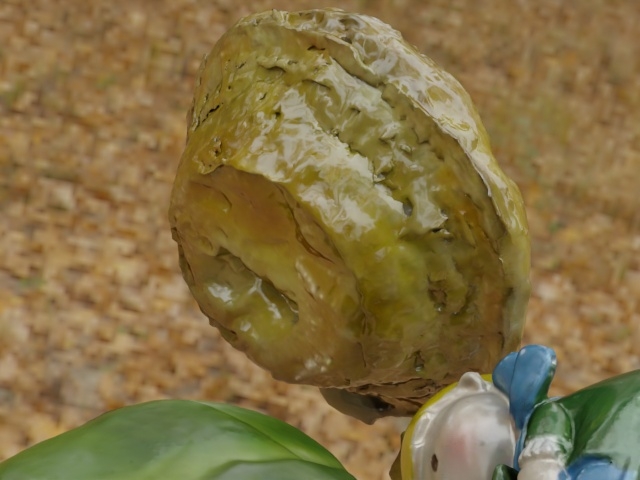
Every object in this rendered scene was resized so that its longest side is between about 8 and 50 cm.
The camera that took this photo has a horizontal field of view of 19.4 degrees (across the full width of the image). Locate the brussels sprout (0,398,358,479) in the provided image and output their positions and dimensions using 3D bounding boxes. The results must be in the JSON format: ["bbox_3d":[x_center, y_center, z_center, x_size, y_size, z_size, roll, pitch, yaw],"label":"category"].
[{"bbox_3d":[-0.098,0.248,1.060,0.315,0.371,0.276,-22,65,-38],"label":"brussels sprout"}]

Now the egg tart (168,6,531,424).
[{"bbox_3d":[0.002,-0.002,1.309,0.341,0.341,0.129,23,42,34],"label":"egg tart"}]

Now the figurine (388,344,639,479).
[{"bbox_3d":[0.115,0.153,1.106,0.234,0.127,0.185,-6,41,41],"label":"figurine"}]
